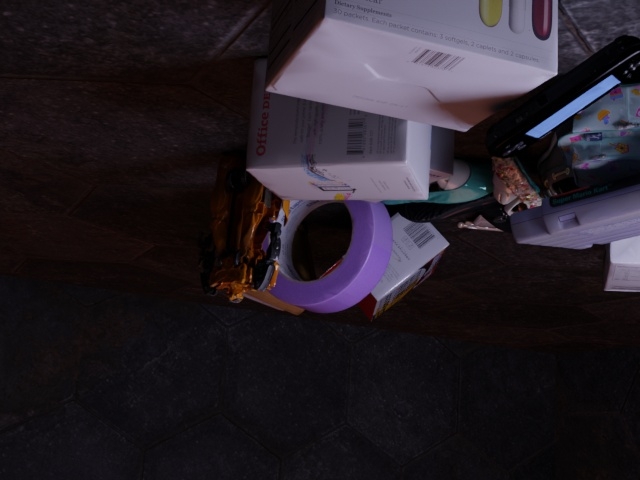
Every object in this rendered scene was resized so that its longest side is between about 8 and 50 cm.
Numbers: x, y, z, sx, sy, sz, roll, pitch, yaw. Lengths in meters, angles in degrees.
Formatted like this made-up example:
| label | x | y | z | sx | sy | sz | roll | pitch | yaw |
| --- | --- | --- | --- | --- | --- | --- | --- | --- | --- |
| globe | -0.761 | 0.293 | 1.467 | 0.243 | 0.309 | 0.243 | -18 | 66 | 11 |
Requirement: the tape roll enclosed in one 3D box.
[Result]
| label | x | y | z | sx | sy | sz | roll | pitch | yaw |
| --- | --- | --- | --- | --- | --- | --- | --- | --- | --- |
| tape roll | 0.000 | 0.000 | 1.694 | 0.274 | 0.275 | 0.090 | -4 | 164 | 30 |

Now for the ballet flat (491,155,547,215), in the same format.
| label | x | y | z | sx | sy | sz | roll | pitch | yaw |
| --- | --- | --- | --- | --- | --- | --- | --- | --- | --- |
| ballet flat | 0.355 | -0.082 | 1.549 | 0.077 | 0.091 | 0.241 | -40 | 134 | 11 |

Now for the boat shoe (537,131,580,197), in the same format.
| label | x | y | z | sx | sy | sz | roll | pitch | yaw |
| --- | --- | --- | --- | --- | --- | --- | --- | --- | --- |
| boat shoe | 0.434 | -0.110 | 1.495 | 0.109 | 0.091 | 0.305 | 2 | 166 | 9 |

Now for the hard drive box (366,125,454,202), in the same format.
| label | x | y | z | sx | sy | sz | roll | pitch | yaw |
| --- | --- | --- | --- | --- | --- | --- | --- | --- | --- |
| hard drive box | 0.085 | -0.144 | 1.472 | 0.181 | 0.089 | 0.232 | 11 | 165 | -28 |

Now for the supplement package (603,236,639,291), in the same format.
| label | x | y | z | sx | sy | sz | roll | pitch | yaw |
| --- | --- | --- | --- | --- | --- | --- | --- | --- | --- |
| supplement package | 0.618 | -0.024 | 1.564 | 0.198 | 0.199 | 0.262 | 1 | 166 | 16 |

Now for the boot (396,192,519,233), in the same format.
| label | x | y | z | sx | sy | sz | roll | pitch | yaw |
| --- | --- | --- | --- | --- | --- | --- | --- | --- | --- |
| boot | 0.303 | -0.064 | 1.719 | 0.246 | 0.094 | 0.207 | -13 | 155 | 34 |

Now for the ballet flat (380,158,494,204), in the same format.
| label | x | y | z | sx | sy | sz | roll | pitch | yaw |
| --- | --- | --- | --- | --- | --- | --- | --- | --- | --- |
| ballet flat | 0.204 | -0.113 | 1.595 | 0.247 | 0.083 | 0.087 | -5 | 150 | 27 |

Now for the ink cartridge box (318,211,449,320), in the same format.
| label | x | y | z | sx | sy | sz | roll | pitch | yaw |
| --- | --- | --- | --- | --- | --- | --- | --- | --- | --- |
| ink cartridge box | 0.135 | 0.077 | 1.982 | 0.271 | 0.130 | 0.309 | -38 | 169 | -7 |

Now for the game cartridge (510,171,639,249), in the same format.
| label | x | y | z | sx | sy | sz | roll | pitch | yaw |
| --- | --- | --- | --- | --- | --- | --- | --- | --- | --- |
| game cartridge | 0.473 | -0.055 | 1.218 | 0.355 | 0.068 | 0.230 | -17 | 162 | 39 |

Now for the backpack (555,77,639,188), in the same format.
| label | x | y | z | sx | sy | sz | roll | pitch | yaw |
| --- | --- | --- | --- | --- | --- | --- | --- | --- | --- |
| backpack | 0.434 | -0.152 | 1.226 | 0.188 | 0.145 | 0.166 | -11 | 162 | 18 |

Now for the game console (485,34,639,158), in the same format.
| label | x | y | z | sx | sy | sz | roll | pitch | yaw |
| --- | --- | --- | --- | --- | --- | --- | --- | --- | --- |
| game console | 0.345 | -0.195 | 0.948 | 0.361 | 0.044 | 0.213 | -35 | 157 | 24 |

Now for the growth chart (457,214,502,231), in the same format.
| label | x | y | z | sx | sy | sz | roll | pitch | yaw |
| --- | --- | --- | --- | --- | --- | --- | --- | --- | --- |
| growth chart | 0.418 | -0.050 | 1.903 | 0.171 | 0.021 | 0.237 | 6 | 166 | -8 |

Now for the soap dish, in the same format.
| label | x | y | z | sx | sy | sz | roll | pitch | yaw |
| --- | --- | --- | --- | --- | --- | --- | --- | --- | --- |
| soap dish | -0.110 | 0.037 | 2.030 | 0.118 | 0.229 | 0.291 | -18 | 159 | 17 |

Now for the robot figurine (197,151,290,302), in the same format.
| label | x | y | z | sx | sy | sz | roll | pitch | yaw |
| --- | --- | --- | --- | --- | --- | --- | --- | --- | --- |
| robot figurine | -0.133 | -0.027 | 1.591 | 0.211 | 0.291 | 0.085 | -7 | 162 | 42 |

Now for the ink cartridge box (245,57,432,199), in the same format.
| label | x | y | z | sx | sy | sz | roll | pitch | yaw |
| --- | --- | --- | --- | --- | --- | --- | --- | --- | --- |
| ink cartridge box | 0.032 | -0.159 | 1.248 | 0.232 | 0.171 | 0.168 | 1 | 166 | 17 |

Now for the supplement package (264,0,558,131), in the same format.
| label | x | y | z | sx | sy | sz | roll | pitch | yaw |
| --- | --- | --- | --- | --- | --- | --- | --- | --- | --- |
| supplement package | 0.095 | -0.239 | 0.952 | 0.261 | 0.145 | 0.204 | 8 | 167 | -19 |
